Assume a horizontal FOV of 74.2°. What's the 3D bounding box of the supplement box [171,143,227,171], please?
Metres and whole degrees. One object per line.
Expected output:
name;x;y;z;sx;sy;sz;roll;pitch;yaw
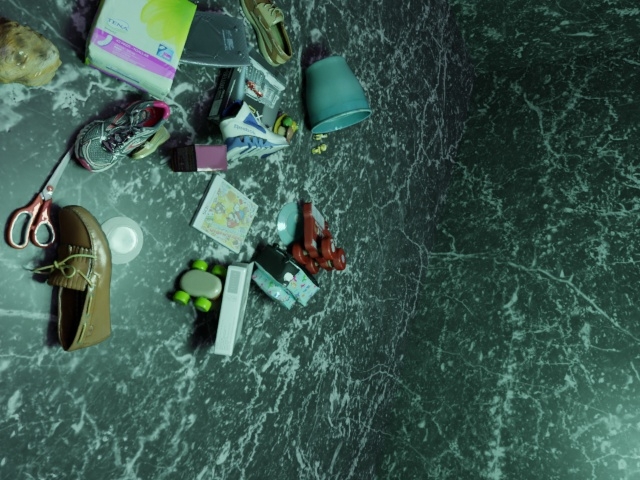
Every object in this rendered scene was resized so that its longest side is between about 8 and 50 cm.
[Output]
supplement box;-0.382;-0.256;1.327;0.104;0.188;0.081;-9;102;-39

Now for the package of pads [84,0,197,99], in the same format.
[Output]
package of pads;-0.504;-0.583;1.184;0.229;0.101;0.297;20;76;-32

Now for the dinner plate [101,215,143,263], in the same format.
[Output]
dinner plate;-0.588;0.000;1.249;0.141;0.017;0.141;-9;102;-52

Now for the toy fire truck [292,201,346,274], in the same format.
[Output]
toy fire truck;0.000;0.000;1.862;0.302;0.169;0.254;46;39;-57

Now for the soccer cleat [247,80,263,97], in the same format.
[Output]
soccer cleat;-0.230;-0.543;1.504;0.083;0.029;0.036;35;57;-51

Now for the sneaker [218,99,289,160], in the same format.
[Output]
sneaker;-0.232;-0.377;1.423;0.315;0.127;0.182;-24;94;-62

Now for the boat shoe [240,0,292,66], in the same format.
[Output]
boat shoe;-0.189;-0.823;1.574;0.122;0.119;0.324;-49;129;-37

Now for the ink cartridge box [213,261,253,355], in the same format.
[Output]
ink cartridge box;-0.304;0.224;1.502;0.261;0.066;0.297;-147;-113;-85

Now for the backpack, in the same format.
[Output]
backpack;-0.132;0.156;1.671;0.191;0.225;0.253;-54;141;-3

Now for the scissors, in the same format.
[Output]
scissors;-0.710;-0.120;1.080;0.109;0.021;0.297;16;83;-49

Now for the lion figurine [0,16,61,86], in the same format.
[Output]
lion figurine;-0.774;-0.452;0.878;0.392;0.142;0.240;42;54;-40

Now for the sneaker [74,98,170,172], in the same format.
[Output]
sneaker;-0.553;-0.309;1.184;0.299;0.112;0.121;-57;133;-30

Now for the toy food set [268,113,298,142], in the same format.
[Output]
toy food set;-0.135;-0.417;1.663;0.218;0.071;0.128;-66;165;-54

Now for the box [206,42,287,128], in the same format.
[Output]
box;-0.261;-0.521;1.550;0.242;0.076;0.308;30;71;-49

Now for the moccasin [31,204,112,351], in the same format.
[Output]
moccasin;-0.641;0.099;1.102;0.147;0.139;0.380;-20;119;-66

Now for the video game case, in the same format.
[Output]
video game case;-0.341;-0.092;1.536;0.227;0.026;0.207;39;64;-46

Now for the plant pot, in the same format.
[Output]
plant pot;0.056;-0.626;1.805;0.271;0.271;0.255;-19;94;-49

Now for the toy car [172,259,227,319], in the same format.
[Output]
toy car;-0.390;0.187;1.453;0.188;0.148;0.155;85;23;-55

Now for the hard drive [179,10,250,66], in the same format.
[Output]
hard drive;-0.362;-0.645;1.371;0.254;0.054;0.172;-11;92;-33

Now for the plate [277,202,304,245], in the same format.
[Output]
plate;-0.114;-0.070;1.822;0.188;0.024;0.188;-7;99;-50

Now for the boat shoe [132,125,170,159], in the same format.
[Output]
boat shoe;-0.517;-0.296;1.275;0.153;0.056;0.048;-55;131;-36

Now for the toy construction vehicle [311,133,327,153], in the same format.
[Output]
toy construction vehicle;-0.001;-0.438;1.914;0.098;0.035;0.086;-21;110;-48
